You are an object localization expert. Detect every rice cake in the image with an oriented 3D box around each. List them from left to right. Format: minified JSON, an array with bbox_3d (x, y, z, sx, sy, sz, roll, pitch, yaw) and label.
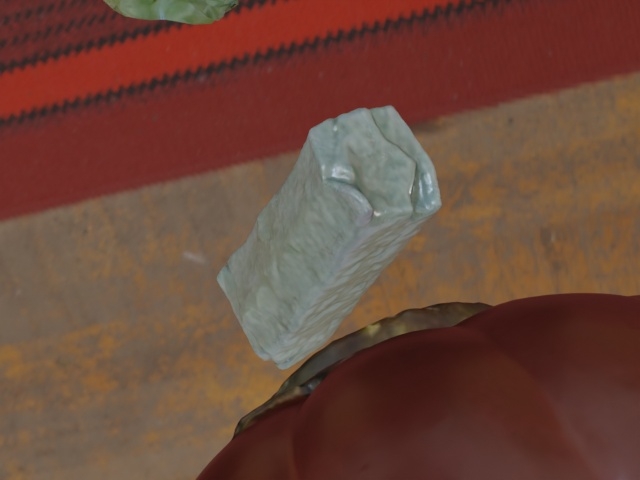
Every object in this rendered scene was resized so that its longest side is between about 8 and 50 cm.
[{"bbox_3d":[0.000,0.000,0.812,0.069,0.063,0.206,60,150,18],"label":"rice cake"}]

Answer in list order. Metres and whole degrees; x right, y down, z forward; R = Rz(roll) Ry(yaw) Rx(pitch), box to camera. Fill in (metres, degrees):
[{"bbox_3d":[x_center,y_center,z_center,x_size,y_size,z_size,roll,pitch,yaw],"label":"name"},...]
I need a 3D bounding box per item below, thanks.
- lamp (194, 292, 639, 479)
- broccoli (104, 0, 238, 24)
[{"bbox_3d":[0.075,0.151,0.520,0.303,0.257,0.303,-20,146,-14],"label":"lamp"},{"bbox_3d":[-0.031,-0.231,0.727,0.307,0.308,0.275,24,140,-5],"label":"broccoli"}]
